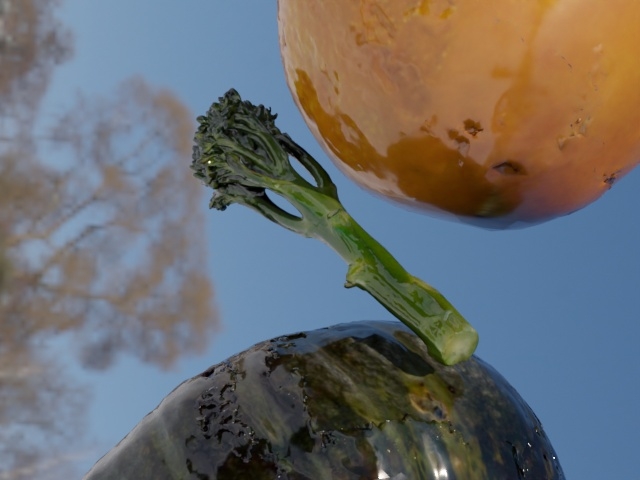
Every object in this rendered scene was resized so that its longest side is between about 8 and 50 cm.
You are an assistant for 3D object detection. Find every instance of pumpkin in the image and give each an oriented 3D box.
[{"bbox_3d":[-0.006,0.191,0.869,0.192,0.320,0.320,56,-41,45],"label":"pumpkin"}]

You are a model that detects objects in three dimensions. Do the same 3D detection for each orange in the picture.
[{"bbox_3d":[0.097,-0.126,0.876,0.246,0.246,0.246,-176,-90,-70],"label":"orange"}]

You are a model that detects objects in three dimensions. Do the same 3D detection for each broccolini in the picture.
[{"bbox_3d":[-0.001,-0.001,0.838,0.216,0.058,0.067,48,-32,33],"label":"broccolini"}]
